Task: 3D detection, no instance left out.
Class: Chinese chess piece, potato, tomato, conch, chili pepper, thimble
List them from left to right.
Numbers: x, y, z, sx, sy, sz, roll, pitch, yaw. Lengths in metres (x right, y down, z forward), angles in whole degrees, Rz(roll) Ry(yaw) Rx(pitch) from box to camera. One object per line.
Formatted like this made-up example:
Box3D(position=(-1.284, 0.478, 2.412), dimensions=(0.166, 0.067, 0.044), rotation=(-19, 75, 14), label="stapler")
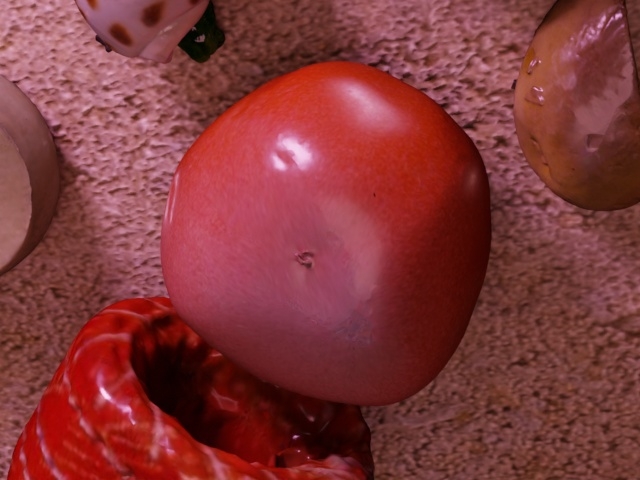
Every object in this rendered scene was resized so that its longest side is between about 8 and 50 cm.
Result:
Box3D(position=(-0.400, -0.071, 1.603), dimensions=(0.250, 0.101, 0.250), rotation=(4, 113, 9), label="Chinese chess piece")
Box3D(position=(-0.176, -0.247, 1.518), dimensions=(0.182, 0.050, 0.073), rotation=(28, 121, 0), label="chili pepper")
Box3D(position=(-0.154, -0.314, 1.420), dimensions=(0.182, 0.149, 0.275), rotation=(6, 76, 15), label="conch")
Box3D(position=(-0.130, 0.231, 1.555), dimensions=(0.350, 0.350, 0.231), rotation=(29, 115, -2), label="thimble")
Box3D(position=(0.000, 0.000, 1.466), dimensions=(0.341, 0.273, 0.341), rotation=(4, 113, 8), label="tomato")
Box3D(position=(0.250, -0.133, 1.464), dimensions=(0.138, 0.098, 0.243), rotation=(-11, 109, 16), label="potato")
